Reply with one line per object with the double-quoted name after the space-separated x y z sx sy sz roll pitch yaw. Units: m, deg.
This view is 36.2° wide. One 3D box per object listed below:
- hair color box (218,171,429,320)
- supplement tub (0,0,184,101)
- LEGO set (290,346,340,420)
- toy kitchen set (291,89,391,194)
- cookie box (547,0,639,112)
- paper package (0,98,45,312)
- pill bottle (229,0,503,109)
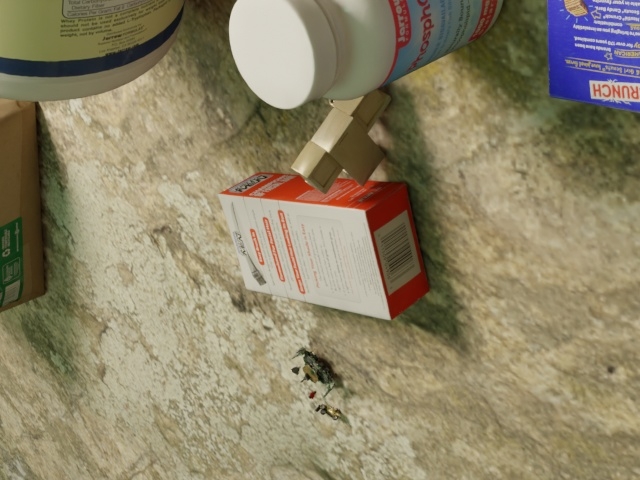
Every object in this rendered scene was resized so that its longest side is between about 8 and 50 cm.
0.000 0.000 0.775 0.167 0.053 0.093 8 121 44 "hair color box"
-0.190 -0.282 0.646 0.235 0.235 0.325 42 140 21 "supplement tub"
-0.001 0.126 0.892 0.054 0.023 0.083 32 148 34 "LEGO set"
0.003 -0.082 0.709 0.075 0.083 0.068 33 177 30 "toy kitchen set"
0.166 -0.124 0.513 0.092 0.040 0.107 19 127 40 "cookie box"
-0.481 -0.088 1.162 0.309 0.168 0.325 38 137 25 "paper package"
0.028 -0.133 0.564 0.087 0.160 0.087 28 133 34 "pill bottle"
